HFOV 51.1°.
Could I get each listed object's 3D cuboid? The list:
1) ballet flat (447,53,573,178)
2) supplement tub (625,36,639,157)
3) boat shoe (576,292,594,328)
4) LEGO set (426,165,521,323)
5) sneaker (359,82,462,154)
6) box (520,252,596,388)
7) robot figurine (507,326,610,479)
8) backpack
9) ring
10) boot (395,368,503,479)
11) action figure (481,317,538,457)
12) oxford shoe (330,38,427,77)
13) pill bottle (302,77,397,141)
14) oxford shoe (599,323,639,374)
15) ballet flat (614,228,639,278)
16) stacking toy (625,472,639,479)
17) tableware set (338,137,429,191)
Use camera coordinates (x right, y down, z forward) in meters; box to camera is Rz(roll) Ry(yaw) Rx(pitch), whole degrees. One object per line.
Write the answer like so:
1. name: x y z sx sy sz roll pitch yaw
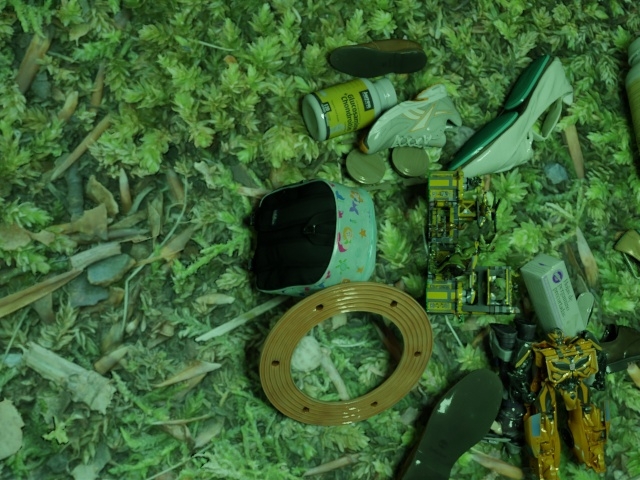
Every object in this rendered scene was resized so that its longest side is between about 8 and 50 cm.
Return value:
1. ballet flat: 0.439 -0.246 1.476 0.139 0.139 0.400 42 70 -3
2. supplement tub: 0.833 -0.304 1.511 0.241 0.241 0.330 -4 81 -14
3. boat shoe: 0.566 0.175 1.467 0.046 0.038 0.125 15 72 36
4. LEGO set: 0.313 0.017 1.325 0.192 0.255 0.331 0 69 12
5. sneaker: 0.201 -0.233 1.409 0.263 0.099 0.121 -33 84 -25
6. box: 0.494 0.177 1.366 0.063 0.067 0.323 -34 115 -15
7. robot figurine: 0.475 0.314 1.302 0.211 0.085 0.290 -9 100 -11
8. backpack: 0.000 0.000 1.262 0.191 0.254 0.224 11 76 -31
9. ring: 0.049 0.214 1.256 0.337 0.032 0.336 -7 122 -12
10. boot: 0.240 0.377 1.309 0.112 0.115 0.305 37 81 0
11. action figure: 0.398 0.310 1.376 0.186 0.099 0.284 -2 95 -20
12. oxford shoe: 0.122 -0.407 1.468 0.213 0.076 0.076 -2 50 -11
13. pill bottle: 0.062 -0.280 1.402 0.184 0.103 0.103 -21 85 -15
14. oxford shoe: 0.681 0.219 1.464 0.227 0.083 0.096 -15 79 -16
15. ballet flat: 0.760 0.076 1.522 0.073 0.080 0.232 -42 88 12
16. stacking toy: 0.802 0.575 1.400 0.309 0.130 0.279 -29 88 -16
17. tableware set: 0.141 -0.160 1.434 0.194 0.039 0.128 -10 70 -20
